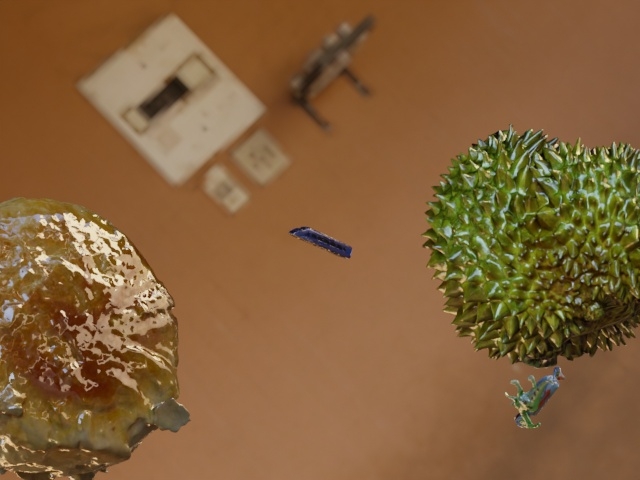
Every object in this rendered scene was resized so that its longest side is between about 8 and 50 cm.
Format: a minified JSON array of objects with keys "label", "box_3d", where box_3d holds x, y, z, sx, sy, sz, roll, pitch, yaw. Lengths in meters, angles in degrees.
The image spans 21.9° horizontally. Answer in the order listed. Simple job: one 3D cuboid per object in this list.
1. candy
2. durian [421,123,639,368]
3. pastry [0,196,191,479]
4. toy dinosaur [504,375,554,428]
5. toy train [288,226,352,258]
[{"label":"candy","box_3d":[0.254,0.182,1.913,0.083,0.020,0.030,-52,35,7]},{"label":"durian","box_3d":[0.221,0.010,1.557,0.291,0.291,0.224,48,-129,-86]},{"label":"pastry","box_3d":[-0.299,0.105,1.768,0.136,0.329,0.329,-33,6,48]},{"label":"toy dinosaur","box_3d":[0.232,0.179,1.807,0.021,0.062,0.083,-26,13,-30]},{"label":"toy train","box_3d":[0.000,0.000,1.843,0.017,0.083,0.017,10,79,54]}]
